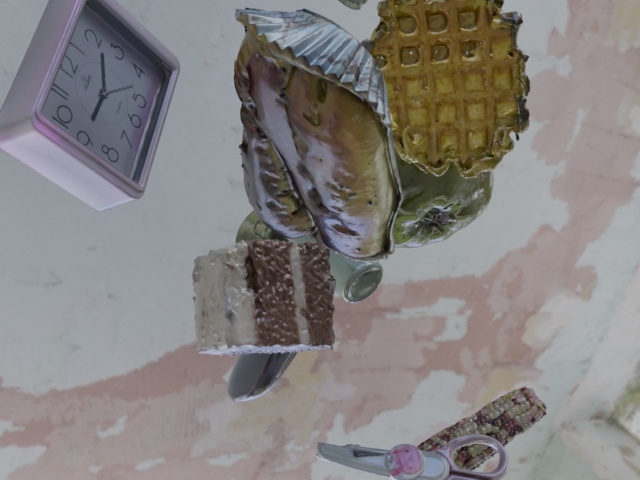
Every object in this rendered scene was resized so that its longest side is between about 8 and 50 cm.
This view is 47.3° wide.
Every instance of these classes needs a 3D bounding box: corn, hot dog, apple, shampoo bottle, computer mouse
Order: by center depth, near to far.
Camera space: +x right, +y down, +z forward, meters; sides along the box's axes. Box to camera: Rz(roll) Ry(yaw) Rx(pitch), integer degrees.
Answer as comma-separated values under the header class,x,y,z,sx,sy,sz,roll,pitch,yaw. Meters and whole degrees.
class,x,y,z,sx,sy,sz,roll,pitch,yaw
hot dog,-0.006,-0.069,0.585,0.082,0.163,0.270,-45,-24,-20
computer mouse,-0.059,0.132,1.051,0.057,0.120,0.232,45,-124,-13
shampoo bottle,0.000,0.000,1.290,0.085,0.262,0.085,-25,-41,-24
corn,0.284,0.360,1.335,0.281,0.092,0.092,-34,-48,2
apple,0.184,-0.204,1.728,0.474,0.474,0.473,-17,-54,-26

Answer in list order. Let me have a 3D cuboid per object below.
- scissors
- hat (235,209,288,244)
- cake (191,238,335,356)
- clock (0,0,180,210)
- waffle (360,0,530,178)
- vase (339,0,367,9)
class,x,y,z,sx,sy,sz,roll,pitch,yaw
scissors,0.111,0.288,0.923,0.030,0.242,0.118,79,-158,-45
hat,-0.048,-0.009,1.533,0.252,0.110,0.251,0,-56,1
cake,-0.071,0.072,0.871,0.147,0.135,0.135,0,-102,-29
clock,-0.232,-0.149,0.760,0.150,0.063,0.197,41,-132,-44
waffle,0.177,-0.231,1.015,0.281,0.060,0.262,38,-79,-3
vase,0.142,-0.579,1.352,0.173,0.173,0.321,12,-37,-39
